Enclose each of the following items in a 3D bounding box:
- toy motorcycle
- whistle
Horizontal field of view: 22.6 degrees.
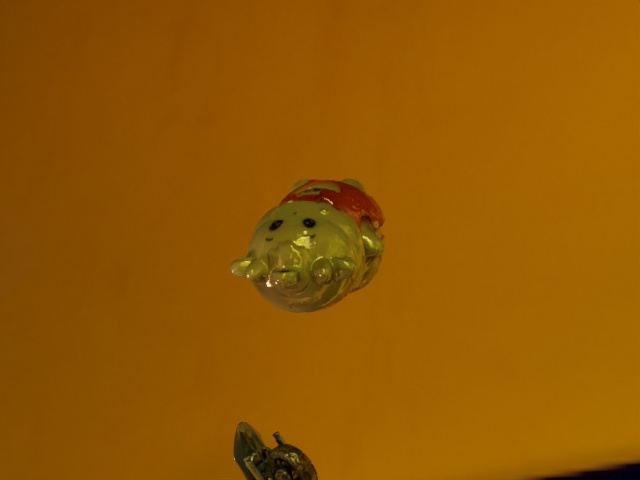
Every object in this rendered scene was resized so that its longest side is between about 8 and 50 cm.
[{"bbox_3d":[-0.043,0.291,1.717,0.114,0.076,0.205,21,-49,34],"label":"toy motorcycle"},{"bbox_3d":[0.001,0.002,1.342,0.101,0.253,0.106,30,-73,8],"label":"whistle"}]
